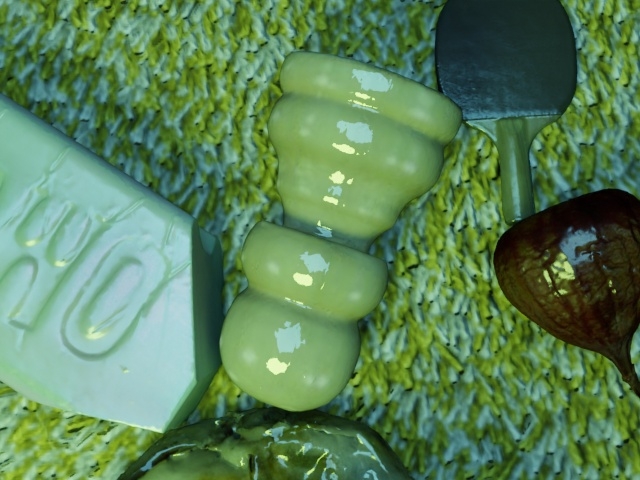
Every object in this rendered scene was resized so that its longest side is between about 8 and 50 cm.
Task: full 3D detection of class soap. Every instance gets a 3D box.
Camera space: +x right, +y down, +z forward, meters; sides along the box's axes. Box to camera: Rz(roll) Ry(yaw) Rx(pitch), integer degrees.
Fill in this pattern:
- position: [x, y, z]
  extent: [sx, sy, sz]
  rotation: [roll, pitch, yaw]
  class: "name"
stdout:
- position: [-0.239, 0.023, 0.861]
  extent: [0.346, 0.115, 0.208]
  rotation: [33, 84, 5]
  class: "soap"

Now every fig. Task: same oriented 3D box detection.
- position: [0.239, 0.060, 0.848]
  extent: [0.146, 0.134, 0.201]
  rotation: [-15, 91, 8]
  class: "fig"

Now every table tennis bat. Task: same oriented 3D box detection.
- position: [0.182, -0.137, 0.924]
  extent: [0.138, 0.022, 0.247]
  rotation: [-4, 81, 0]
  class: "table tennis bat"

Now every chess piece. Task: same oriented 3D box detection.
- position: [0.000, 0.000, 0.847]
  extent: [0.167, 0.167, 0.300]
  rotation: [19, 87, 3]
  class: "chess piece"

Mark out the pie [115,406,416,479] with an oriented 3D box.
- position: [-0.049, 0.302, 0.842]
  extent: [0.338, 0.077, 0.339]
  rotation: [1, 81, -6]
  class: "pie"
